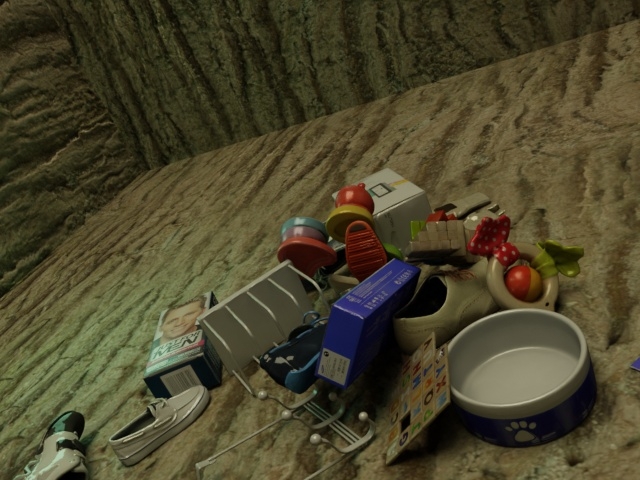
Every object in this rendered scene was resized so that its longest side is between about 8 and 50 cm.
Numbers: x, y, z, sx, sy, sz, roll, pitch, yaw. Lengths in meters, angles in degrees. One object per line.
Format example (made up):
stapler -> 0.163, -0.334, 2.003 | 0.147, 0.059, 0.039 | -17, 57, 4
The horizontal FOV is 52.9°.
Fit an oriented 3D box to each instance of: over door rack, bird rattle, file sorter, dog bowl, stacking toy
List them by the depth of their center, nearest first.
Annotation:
dog bowl -> 0.363, 0.246, 1.189 | 0.265, 0.104, 0.265 | -20, 25, 10
over door rack -> -0.083, 0.407, 1.278 | 0.324, 0.108, 0.239 | -35, 26, -21
bird rattle -> 0.427, 0.059, 1.365 | 0.143, 0.254, 0.207 | 143, 139, -60
file sorter -> -0.121, 0.218, 1.595 | 0.278, 0.193, 0.173 | -33, 29, -17
stacking toy -> 0.060, 0.000, 1.683 | 0.309, 0.279, 0.130 | -26, 41, 34

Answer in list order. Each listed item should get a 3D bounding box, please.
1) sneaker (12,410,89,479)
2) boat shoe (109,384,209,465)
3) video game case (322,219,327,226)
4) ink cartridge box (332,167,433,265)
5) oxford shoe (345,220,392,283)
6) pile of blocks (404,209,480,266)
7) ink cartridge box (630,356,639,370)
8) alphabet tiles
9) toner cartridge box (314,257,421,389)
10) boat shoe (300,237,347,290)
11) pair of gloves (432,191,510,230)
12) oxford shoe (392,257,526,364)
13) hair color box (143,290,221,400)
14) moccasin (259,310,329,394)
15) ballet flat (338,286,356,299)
sneaker -> -0.601, 0.533, 1.521 | 0.146, 0.122, 0.330 | -2, 27, 5
boat shoe -> -0.382, 0.425, 1.543 | 0.258, 0.084, 0.095 | -39, 27, -29
video game case -> 0.000, 0.000, 2.118 | 0.201, 0.023, 0.183 | -32, 26, -14
ink cartridge box -> 0.189, -0.054, 1.839 | 0.197, 0.198, 0.270 | -26, 25, -6
oxford shoe -> 0.132, 0.058, 1.575 | 0.097, 0.271, 0.098 | -10, 28, 21
pile of blocks -> 0.279, -0.008, 1.514 | 0.149, 0.112, 0.362 | -8, -12, 22
ink cartridge box -> 0.680, 0.181, 1.102 | 0.208, 0.045, 0.206 | -35, 27, -18
alphabet tiles -> 0.187, 0.287, 1.242 | 0.198, 0.009, 0.237 | -56, 9, 30
toner cartridge box -> 0.110, 0.165, 1.373 | 0.075, 0.165, 0.348 | 23, 22, 20
boat shoe -> 0.007, 0.076, 1.844 | 0.254, 0.095, 0.079 | -38, 40, 11
pair of gloves -> 0.414, -0.068, 1.848 | 0.204, 0.042, 0.240 | -24, 25, 1
oxford shoe -> 0.318, 0.118, 1.435 | 0.397, 0.146, 0.140 | -38, 28, -27
hair color box -> -0.366, 0.286, 1.774 | 0.174, 0.105, 0.347 | -23, 23, 4
moccasin -> -0.019, 0.223, 1.417 | 0.117, 0.137, 0.342 | 24, 11, 18
ballet flat -> 0.083, 0.168, 1.532 | 0.084, 0.058, 0.250 | -21, -19, -3
